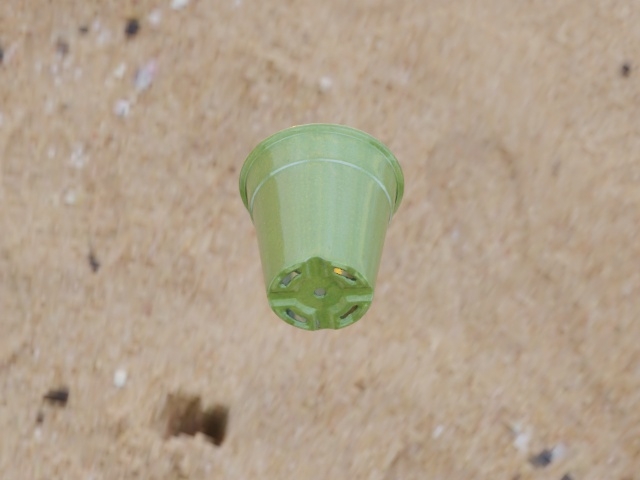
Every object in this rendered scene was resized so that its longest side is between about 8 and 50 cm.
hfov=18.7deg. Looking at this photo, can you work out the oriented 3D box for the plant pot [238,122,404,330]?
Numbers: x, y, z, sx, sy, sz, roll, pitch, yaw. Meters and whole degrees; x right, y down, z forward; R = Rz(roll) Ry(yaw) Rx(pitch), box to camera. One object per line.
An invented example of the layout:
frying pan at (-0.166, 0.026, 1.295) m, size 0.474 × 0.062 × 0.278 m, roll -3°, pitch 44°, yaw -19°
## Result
plant pot at (0.000, 0.000, 0.948) m, size 0.083 × 0.083 × 0.079 m, roll 9°, pitch 45°, yaw -8°
